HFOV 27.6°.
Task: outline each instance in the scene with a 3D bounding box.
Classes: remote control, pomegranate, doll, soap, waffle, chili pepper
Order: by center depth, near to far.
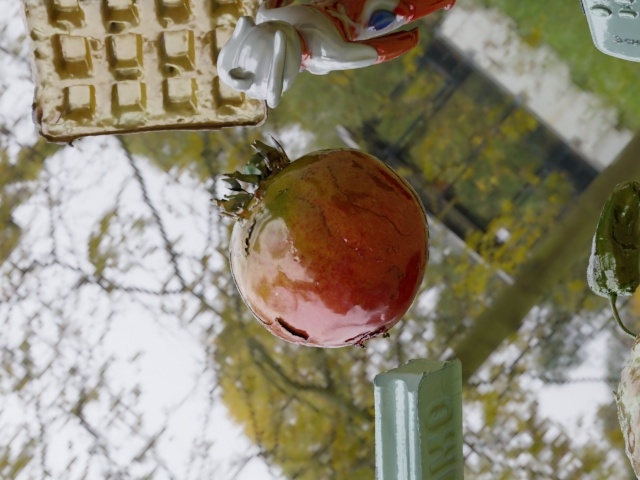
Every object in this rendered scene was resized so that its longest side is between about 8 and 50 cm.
[{"bbox_3d":[0.000,0.000,1.339,0.235,0.210,0.210,40,-170,2],"label":"pomegranate"},{"bbox_3d":[0.013,-0.257,1.538,0.188,0.099,0.384,26,-142,25],"label":"doll"},{"bbox_3d":[0.377,-0.337,1.615,0.140,0.056,0.296,15,149,34],"label":"remote control"},{"bbox_3d":[0.370,0.020,1.632,0.072,0.204,0.073,30,155,-35],"label":"chili pepper"},{"bbox_3d":[-0.247,-0.268,1.862,0.304,0.348,0.078,95,169,-51],"label":"waffle"},{"bbox_3d":[0.148,0.305,1.914,0.094,0.262,0.150,3,-172,28],"label":"soap"}]

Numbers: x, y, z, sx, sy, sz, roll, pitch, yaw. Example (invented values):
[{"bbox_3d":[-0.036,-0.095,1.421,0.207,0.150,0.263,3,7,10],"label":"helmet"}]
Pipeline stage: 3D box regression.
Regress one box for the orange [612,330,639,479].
[{"bbox_3d":[0.497,0.184,1.469,0.249,0.329,0.329,24,-162,-34],"label":"orange"}]
